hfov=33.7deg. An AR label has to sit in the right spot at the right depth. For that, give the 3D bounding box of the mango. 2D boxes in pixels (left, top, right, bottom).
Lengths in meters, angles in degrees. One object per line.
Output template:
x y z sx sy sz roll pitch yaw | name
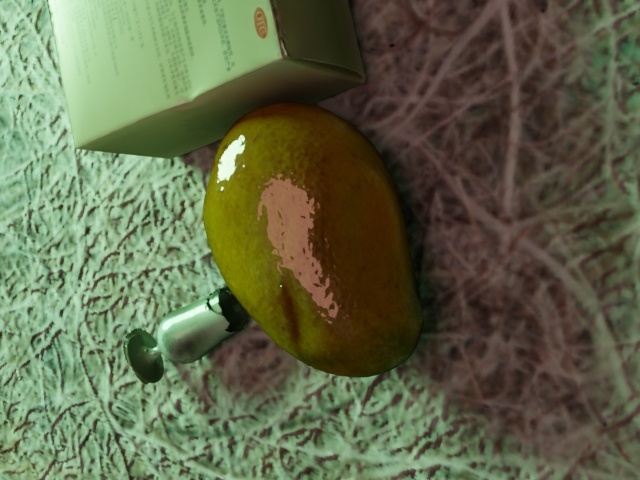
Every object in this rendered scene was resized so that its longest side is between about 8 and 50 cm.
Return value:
-0.007 0.001 0.603 0.115 0.089 0.164 -17 83 22 | mango

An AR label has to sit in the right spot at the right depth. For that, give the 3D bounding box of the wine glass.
-0.086 0.058 0.681 0.083 0.042 0.039 -32 110 25 | wine glass

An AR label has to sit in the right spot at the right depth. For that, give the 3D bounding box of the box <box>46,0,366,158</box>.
-0.081 -0.175 0.647 0.168 0.095 0.211 -18 80 33 | box
